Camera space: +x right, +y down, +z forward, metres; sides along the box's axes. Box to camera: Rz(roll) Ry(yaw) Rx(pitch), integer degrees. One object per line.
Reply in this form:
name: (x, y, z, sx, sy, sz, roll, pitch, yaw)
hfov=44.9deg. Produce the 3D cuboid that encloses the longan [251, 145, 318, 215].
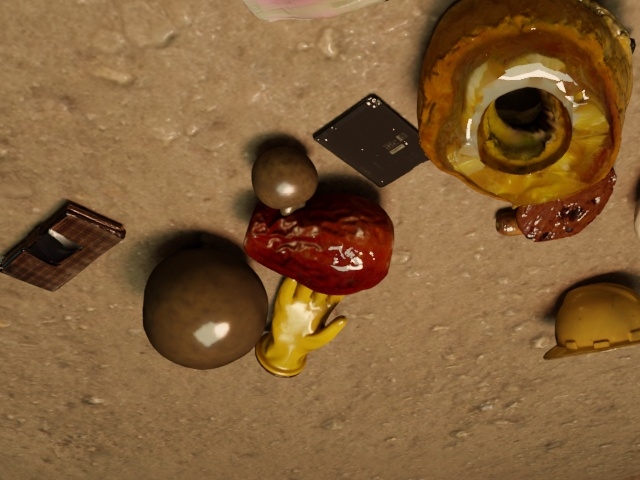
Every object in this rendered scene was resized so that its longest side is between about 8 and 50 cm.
longan: (-0.056, -0.094, 1.240, 0.106, 0.106, 0.119, -10, 123, 6)

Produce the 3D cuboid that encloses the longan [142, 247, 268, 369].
longan: (-0.221, 0.128, 1.433, 0.248, 0.248, 0.248, -4, 144, -3)

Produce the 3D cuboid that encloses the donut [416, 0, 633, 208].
donut: (0.279, -0.187, 1.088, 0.330, 0.159, 0.330, 9, 139, 8)

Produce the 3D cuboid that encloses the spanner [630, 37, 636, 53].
spanner: (0.378, -0.194, 1.216, 0.096, 0.040, 0.325, 11, 142, -20)

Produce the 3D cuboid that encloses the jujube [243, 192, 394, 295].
jujube: (0.000, 0.000, 1.337, 0.255, 0.190, 0.190, 14, 143, 2)

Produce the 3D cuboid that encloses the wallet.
wallet: (-0.466, 0.018, 1.392, 0.230, 0.042, 0.124, -30, 140, 33)

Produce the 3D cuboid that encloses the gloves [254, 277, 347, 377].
gloves: (-0.036, 0.157, 1.602, 0.133, 0.116, 0.294, 4, 137, -26)

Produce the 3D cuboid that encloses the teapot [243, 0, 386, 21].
teapot: (-0.010, -0.339, 0.904, 0.178, 0.221, 0.163, -12, 105, 24)

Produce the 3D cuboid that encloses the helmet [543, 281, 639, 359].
helmet: (0.591, 0.162, 1.652, 0.257, 0.140, 0.205, -14, 176, 27)

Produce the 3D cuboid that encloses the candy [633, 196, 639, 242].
candy: (0.764, -0.069, 1.331, 0.427, 0.186, 0.386, -15, 147, 19)

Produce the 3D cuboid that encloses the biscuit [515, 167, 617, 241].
biscuit: (0.429, -0.071, 1.346, 0.192, 0.049, 0.192, -17, 135, -17)

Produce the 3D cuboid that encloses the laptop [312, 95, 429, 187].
laptop: (0.092, -0.155, 1.252, 0.129, 0.016, 0.180, -32, 135, 30)

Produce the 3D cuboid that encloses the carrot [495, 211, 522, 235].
carrot: (0.419, -0.036, 1.435, 0.191, 0.047, 0.047, -4, 144, -6)
